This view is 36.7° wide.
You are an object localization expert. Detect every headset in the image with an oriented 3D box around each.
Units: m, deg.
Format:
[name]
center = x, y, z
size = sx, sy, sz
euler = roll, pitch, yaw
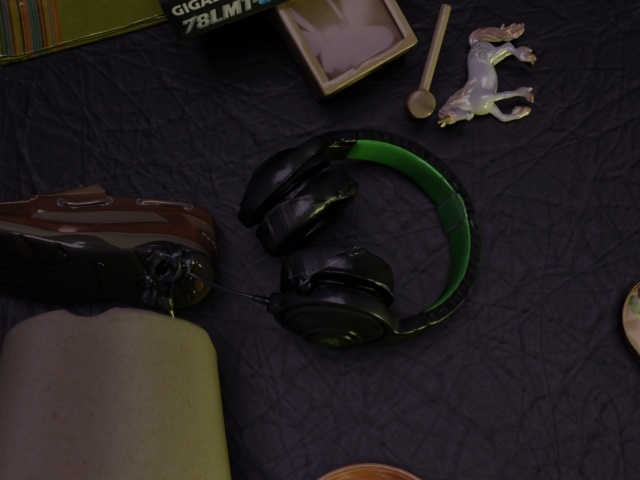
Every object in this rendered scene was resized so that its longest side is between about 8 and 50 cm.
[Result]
[headset]
center = 0.000, 0.000, 1.022
size = 0.394, 0.185, 0.243
euler = -15, 73, -22

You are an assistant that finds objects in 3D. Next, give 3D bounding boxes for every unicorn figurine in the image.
[unicorn figurine]
center = 0.199, -0.185, 1.153
size = 0.111, 0.060, 0.162
euler = 4, 61, 6

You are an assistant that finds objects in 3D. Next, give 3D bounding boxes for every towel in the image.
[towel]
center = -0.305, -0.300, 1.231
size = 0.237, 0.021, 0.102
euler = -15, 77, 0

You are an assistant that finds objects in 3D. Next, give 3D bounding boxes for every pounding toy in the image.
[pounding toy]
center = 0.066, -0.233, 1.156
size = 0.181, 0.094, 0.206
euler = -31, 94, -5

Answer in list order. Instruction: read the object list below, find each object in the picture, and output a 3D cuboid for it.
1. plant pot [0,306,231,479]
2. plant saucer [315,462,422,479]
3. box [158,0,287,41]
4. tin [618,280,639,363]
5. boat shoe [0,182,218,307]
[plant pot]
center = -0.219, 0.243, 0.966
size = 0.333, 0.334, 0.306
euler = -4, 65, 3
[plant saucer]
center = 0.053, 0.342, 1.044
size = 0.199, 0.037, 0.200
euler = -1, 77, 5
[box]
center = -0.063, -0.395, 1.145
size = 0.293, 0.073, 0.296
euler = -20, 51, 5
[tin]
center = 0.410, 0.125, 1.070
size = 0.106, 0.040, 0.190
euler = -32, 76, -8
[boat shoe]
center = -0.273, -0.002, 1.120
size = 0.323, 0.123, 0.120
euler = 8, 47, 4
